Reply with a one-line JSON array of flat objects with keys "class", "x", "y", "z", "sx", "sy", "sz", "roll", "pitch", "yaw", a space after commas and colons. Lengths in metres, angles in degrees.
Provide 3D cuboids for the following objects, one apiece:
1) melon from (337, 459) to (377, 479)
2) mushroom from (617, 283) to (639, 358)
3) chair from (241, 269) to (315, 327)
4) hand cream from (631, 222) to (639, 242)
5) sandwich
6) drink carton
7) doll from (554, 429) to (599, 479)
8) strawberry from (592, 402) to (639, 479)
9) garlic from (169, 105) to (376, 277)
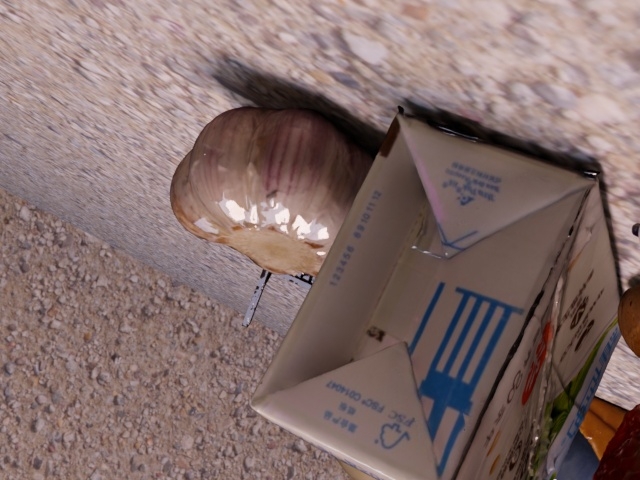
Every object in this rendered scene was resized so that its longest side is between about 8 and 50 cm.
[{"class": "melon", "x": 0.113, "y": 0.221, "z": 1.316, "sx": 0.223, "sy": 0.223, "sz": 0.317, "roll": 26, "pitch": 173, "yaw": 4}, {"class": "mushroom", "x": 0.248, "y": 0.070, "z": 0.664, "sx": 0.123, "sy": 0.052, "sz": 0.123, "roll": 30, "pitch": 171, "yaw": 5}, {"class": "chair", "x": 0.000, "y": 0.000, "z": 0.941, "sx": 0.084, "sy": 0.101, "sz": 0.212, "roll": 26, "pitch": 133, "yaw": 5}, {"class": "hand cream", "x": 0.205, "y": -0.001, "z": 0.522, "sx": 0.093, "sy": 0.019, "sz": 0.030, "roll": 10, "pitch": 159, "yaw": 41}, {"class": "sandwich", "x": 0.400, "y": 0.232, "z": 1.229, "sx": 0.187, "sy": 0.144, "sz": 0.117, "roll": 63, "pitch": -172, "yaw": 27}, {"class": "drink carton", "x": 0.099, "y": 0.076, "z": 0.666, "sx": 0.132, "sy": 0.194, "sz": 0.324, "roll": 24, "pitch": 171, "yaw": 26}, {"class": "doll", "x": 0.419, "y": 0.370, "z": 1.512, "sx": 0.258, "sy": 0.154, "sz": 0.228, "roll": 32, "pitch": -155, "yaw": 17}, {"class": "strawberry", "x": 0.315, "y": 0.243, "z": 0.773, "sx": 0.261, "sy": 0.261, "sz": 0.258, "roll": 23, "pitch": -170, "yaw": 21}, {"class": "garlic", "x": -0.020, "y": -0.035, "z": 0.694, "sx": 0.159, "sy": 0.102, "sz": 0.147, "roll": 16, "pitch": 157, "yaw": -2}]
